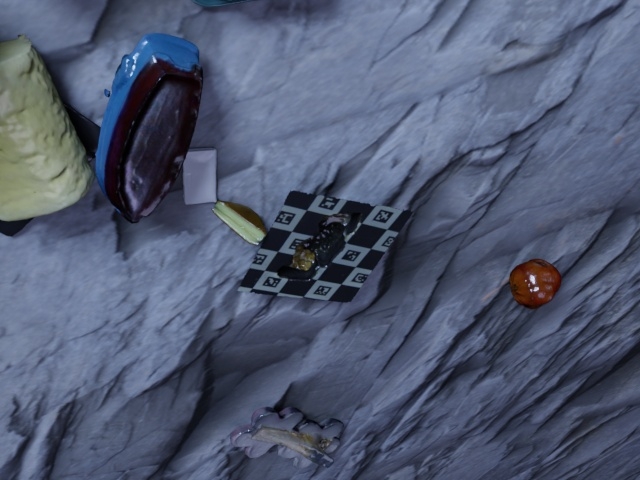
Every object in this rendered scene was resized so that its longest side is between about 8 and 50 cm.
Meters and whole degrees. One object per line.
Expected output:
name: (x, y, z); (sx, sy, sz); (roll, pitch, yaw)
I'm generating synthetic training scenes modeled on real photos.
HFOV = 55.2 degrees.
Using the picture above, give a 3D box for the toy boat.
toy boat: (-0.197, -0.121, 0.673); (0.100, 0.097, 0.223); (0, 131, -39)

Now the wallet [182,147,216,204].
wallet: (-0.154, -0.081, 0.783); (0.044, 0.011, 0.083); (-4, 133, -16)

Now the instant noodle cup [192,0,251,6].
instant noodle cup: (-0.058, -0.307, 0.573); (0.157, 0.070, 0.179); (-13, 133, -11)

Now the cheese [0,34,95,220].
cheese: (-0.317, -0.110, 0.628); (0.123, 0.094, 0.167); (-18, 127, -10)

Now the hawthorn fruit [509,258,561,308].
hawthorn fruit: (0.377, 0.075, 1.067); (0.093, 0.093, 0.093); (-10, 133, -11)

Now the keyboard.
keyboard: (-0.335, -0.080, 0.719); (0.196, 0.015, 0.074); (-39, 128, 16)

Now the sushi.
sushi: (0.000, 0.000, 0.885); (0.192, 0.050, 0.215); (8, 135, -26)

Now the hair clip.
hair clip: (-0.057, 0.396, 1.218); (0.257, 0.075, 0.146); (30, 114, -30)

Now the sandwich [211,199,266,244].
sandwich: (-0.104, -0.027, 0.832); (0.031, 0.083, 0.044); (-54, 170, 21)
